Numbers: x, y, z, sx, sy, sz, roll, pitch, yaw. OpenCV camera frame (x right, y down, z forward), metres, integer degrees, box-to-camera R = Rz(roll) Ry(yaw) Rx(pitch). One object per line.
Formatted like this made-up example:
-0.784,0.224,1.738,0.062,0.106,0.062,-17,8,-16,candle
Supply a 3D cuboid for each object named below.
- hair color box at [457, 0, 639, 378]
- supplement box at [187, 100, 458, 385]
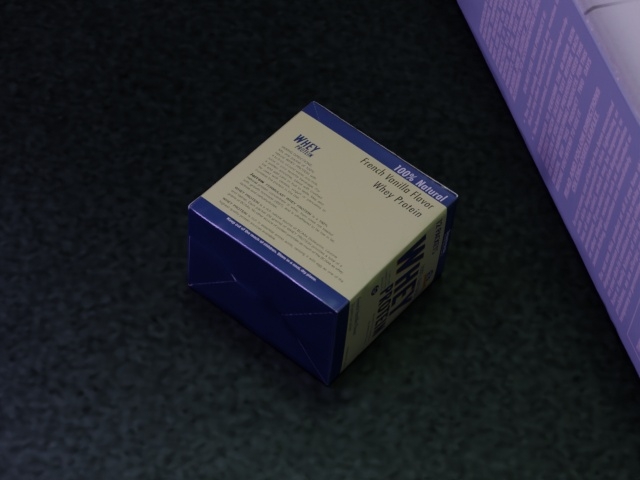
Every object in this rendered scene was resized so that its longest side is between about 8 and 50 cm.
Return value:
0.201,-0.063,0.790,0.185,0.114,0.374,-11,55,-14,hair color box
0.000,0.000,0.757,0.083,0.056,0.083,35,57,20,supplement box
